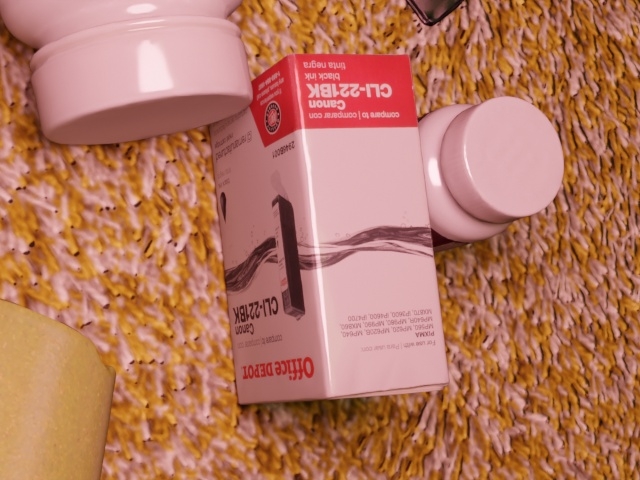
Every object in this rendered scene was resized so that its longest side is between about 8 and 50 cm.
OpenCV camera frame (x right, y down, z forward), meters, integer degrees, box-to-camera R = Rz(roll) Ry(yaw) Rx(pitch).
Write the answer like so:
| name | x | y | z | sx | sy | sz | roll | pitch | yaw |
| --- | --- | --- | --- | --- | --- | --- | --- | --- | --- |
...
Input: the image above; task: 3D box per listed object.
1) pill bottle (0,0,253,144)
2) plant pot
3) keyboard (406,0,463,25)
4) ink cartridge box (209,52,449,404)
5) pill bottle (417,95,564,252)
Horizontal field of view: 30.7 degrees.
| name | x | y | z | sx | sy | sz | roll | pitch | yaw |
| --- | --- | --- | --- | --- | --- | --- | --- | --- | --- |
| pill bottle | -0.170 | -0.271 | 0.940 | 0.204 | 0.204 | 0.361 | -10 | 86 | -28 |
| plant pot | -0.262 | 0.182 | 0.809 | 0.276 | 0.276 | 0.254 | 24 | 60 | -21 |
| keyboard | 0.088 | -0.319 | 1.183 | 0.100 | 0.038 | 0.192 | -38 | 101 | -3 |
| ink cartridge box | 0.000 | 0.000 | 0.985 | 0.114 | 0.197 | 0.273 | -4 | 83 | -26 |
| pill bottle | 0.107 | -0.052 | 1.033 | 0.121 | 0.221 | 0.121 | 5 | 79 | -26 |
